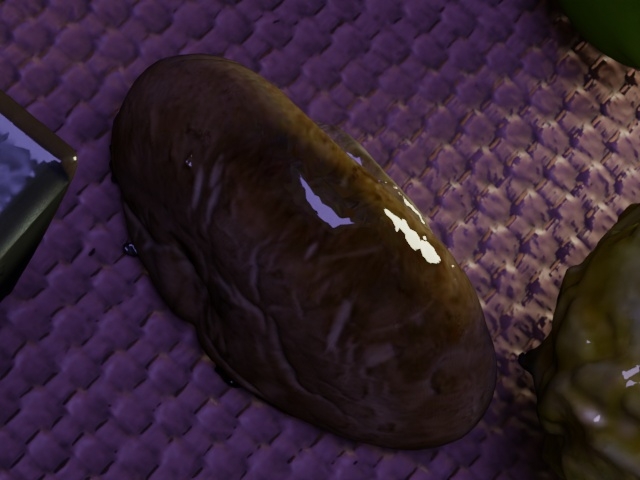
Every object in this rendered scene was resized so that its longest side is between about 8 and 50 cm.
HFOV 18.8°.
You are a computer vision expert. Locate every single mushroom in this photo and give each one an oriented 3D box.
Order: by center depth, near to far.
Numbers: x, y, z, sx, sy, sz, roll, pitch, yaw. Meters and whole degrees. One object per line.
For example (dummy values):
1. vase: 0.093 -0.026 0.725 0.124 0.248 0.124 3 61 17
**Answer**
1. mushroom: 0.000 0.000 1.094 0.286 0.151 0.156 45 69 0

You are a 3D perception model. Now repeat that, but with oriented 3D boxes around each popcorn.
1. popcorn: 0.211 0.085 1.114 0.192 0.233 0.266 11 104 11

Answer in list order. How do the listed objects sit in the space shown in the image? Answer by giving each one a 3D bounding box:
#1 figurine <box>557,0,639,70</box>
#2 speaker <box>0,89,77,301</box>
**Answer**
1. figurine: 0.210 -0.216 1.236 0.162 0.143 0.263 -9 60 -25
2. speaker: -0.244 -0.007 0.978 0.192 0.231 0.153 40 67 -2
